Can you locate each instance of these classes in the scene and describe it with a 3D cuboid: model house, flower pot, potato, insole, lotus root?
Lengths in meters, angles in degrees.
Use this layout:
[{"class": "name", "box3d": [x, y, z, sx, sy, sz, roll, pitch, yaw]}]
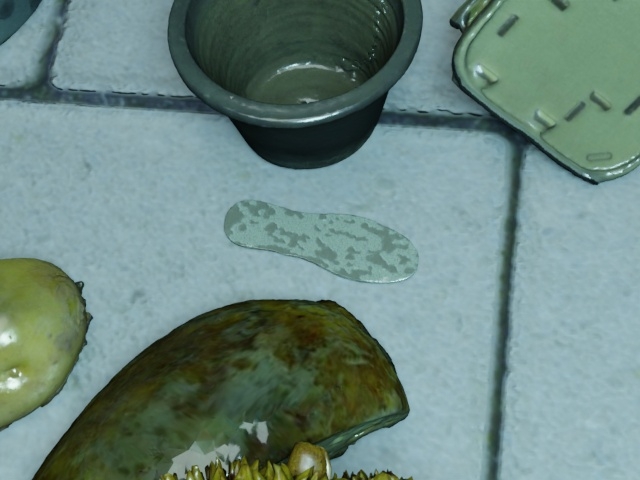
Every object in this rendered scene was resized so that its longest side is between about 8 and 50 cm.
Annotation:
[{"class": "model house", "box3d": [0.248, -0.230, 1.182, 0.205, 0.218, 0.278, -46, 21, 24]}, {"class": "flower pot", "box3d": [-0.017, -0.163, 1.152, 0.235, 0.148, 0.235, -3, 58, 5]}, {"class": "potato", "box3d": [-0.326, 0.103, 1.078, 0.243, 0.098, 0.138, -22, 63, -4]}, {"class": "insole", "box3d": [0.000, 0.000, 1.143, 0.193, 0.006, 0.065, 13, 65, 14]}, {"class": "lotus root", "box3d": [-0.092, 0.145, 1.002, 0.314, 0.142, 0.210, -40, 63, -15]}]

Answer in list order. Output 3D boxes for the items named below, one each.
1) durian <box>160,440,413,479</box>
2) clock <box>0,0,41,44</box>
[{"class": "durian", "box3d": [-0.050, 0.321, 0.796, 0.348, 0.347, 0.384, 11, 89, 12]}, {"class": "clock", "box3d": [-0.476, -0.333, 1.339, 0.386, 0.076, 0.386, -3, 62, 5]}]
